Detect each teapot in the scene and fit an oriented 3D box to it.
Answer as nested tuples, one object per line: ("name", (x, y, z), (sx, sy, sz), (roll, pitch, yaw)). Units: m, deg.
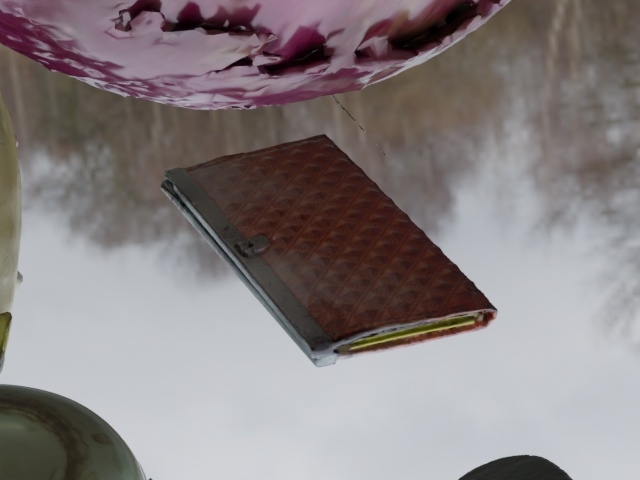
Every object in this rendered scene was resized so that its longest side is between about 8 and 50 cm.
("teapot", (-0.214, 0.242, 1.219), (0.220, 0.149, 0.318), (1, -138, -3))

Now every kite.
("kite", (0.009, -0.073, 0.949), (0.002, 0.078, 0.044), (-42, 180, 4))

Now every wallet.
("wallet", (0.000, 0.000, 0.931), (0.103, 0.020, 0.196), (-12, -148, -22))

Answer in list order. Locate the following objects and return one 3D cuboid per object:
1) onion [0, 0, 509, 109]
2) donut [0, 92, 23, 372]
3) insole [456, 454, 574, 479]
("onion", (-0.037, -0.227, 0.645), (0.358, 0.358, 0.345), (-10, -169, -18))
("donut", (-0.316, -0.011, 0.976), (0.307, 0.371, 0.150), (2, 167, -13))
("insole", (0.151, 0.186, 1.060), (0.111, 0.007, 0.328), (-25, -163, -12))
